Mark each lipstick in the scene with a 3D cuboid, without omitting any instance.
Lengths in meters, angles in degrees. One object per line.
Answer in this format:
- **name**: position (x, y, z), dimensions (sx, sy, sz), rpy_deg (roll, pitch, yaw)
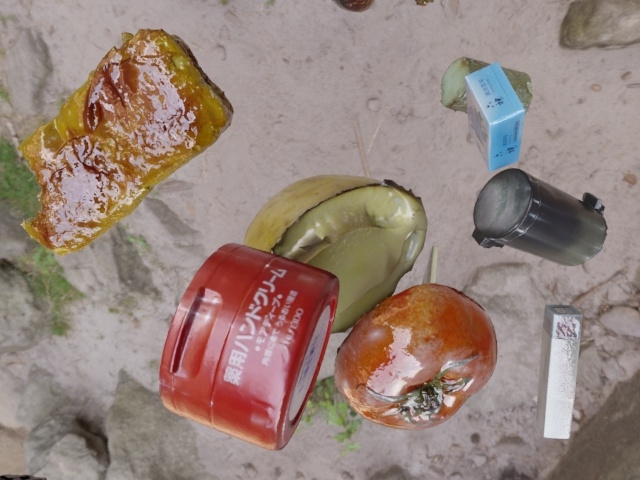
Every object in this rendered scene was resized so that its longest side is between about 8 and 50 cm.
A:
- **lipstick**: position (0.658, 0.365, 1.274), dimensions (0.076, 0.080, 0.371), rpy_deg (-1, 103, 8)

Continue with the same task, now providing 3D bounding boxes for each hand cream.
- **hand cream**: position (-0.064, 0.106, 0.480), dimensions (0.125, 0.193, 0.193), rpy_deg (15, 111, 10)

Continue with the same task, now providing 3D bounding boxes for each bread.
- **bread**: position (-0.316, -0.136, 0.681), dimensions (0.380, 0.109, 0.185), rpy_deg (-36, 107, 16)

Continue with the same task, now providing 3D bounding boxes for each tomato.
- **tomato**: position (0.140, 0.174, 0.619), dimensions (0.237, 0.095, 0.236), rpy_deg (-11, 126, -15)

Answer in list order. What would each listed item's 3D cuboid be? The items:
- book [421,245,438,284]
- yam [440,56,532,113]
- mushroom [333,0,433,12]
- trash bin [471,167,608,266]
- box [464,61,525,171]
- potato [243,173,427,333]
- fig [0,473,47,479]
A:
- **book**: position (0.304, 0.186, 1.330), dimensions (0.018, 0.228, 0.322), rpy_deg (7, 152, 9)
- **yam**: position (0.521, -0.461, 1.421), dimensions (0.268, 0.161, 0.161), rpy_deg (10, 112, -12)
- **mushroom**: position (0.139, -0.862, 1.340), dimensions (0.356, 0.331, 0.334), rpy_deg (-14, 65, 24)
- **trash bin**: position (0.609, -0.055, 1.281), dimensions (0.302, 0.203, 0.252), rpy_deg (17, 118, -23)
- **box**: position (0.406, -0.280, 1.076), dimensions (0.083, 0.232, 0.142), rpy_deg (-21, 66, 11)
- **potato**: position (0.000, 0.000, 0.716), dimensions (0.285, 0.242, 0.242), rpy_deg (-41, 91, -13)
- **fig**: position (-0.167, 0.309, 0.266), dimensions (0.191, 0.190, 0.290), rpy_deg (19, 77, 12)
